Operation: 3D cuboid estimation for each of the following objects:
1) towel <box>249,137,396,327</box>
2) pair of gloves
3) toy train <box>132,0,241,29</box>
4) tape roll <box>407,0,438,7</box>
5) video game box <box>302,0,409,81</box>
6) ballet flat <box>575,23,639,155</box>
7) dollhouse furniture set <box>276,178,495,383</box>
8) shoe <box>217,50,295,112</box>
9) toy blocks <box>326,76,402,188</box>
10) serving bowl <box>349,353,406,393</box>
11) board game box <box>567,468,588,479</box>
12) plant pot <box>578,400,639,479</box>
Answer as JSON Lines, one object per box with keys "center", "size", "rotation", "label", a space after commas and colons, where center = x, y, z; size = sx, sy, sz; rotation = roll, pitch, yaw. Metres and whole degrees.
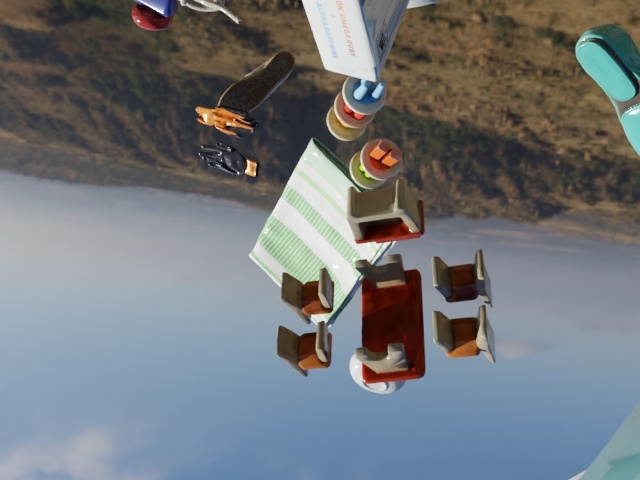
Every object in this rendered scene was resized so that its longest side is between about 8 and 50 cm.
{"center": [0.000, 0.000, 1.494], "size": [0.248, 0.325, 0.038], "rotation": [45, -139, 15], "label": "towel"}
{"center": [-0.101, -0.111, 0.845], "size": [0.074, 0.083, 0.010], "rotation": [15, -141, 15], "label": "pair of gloves"}
{"center": [-0.135, -0.287, 0.806], "size": [0.248, 0.105, 0.143], "rotation": [31, -138, 21], "label": "toy train"}
{"center": [0.134, -0.504, 1.224], "size": [0.246, 0.246, 0.169], "rotation": [6, 137, 21], "label": "tape roll"}
{"center": [0.038, -0.233, 0.464], "size": [0.048, 0.205, 0.187], "rotation": [17, 163, 15], "label": "video game box"}
{"center": [0.469, -0.216, 1.118], "size": [0.247, 0.087, 0.083], "rotation": [51, 154, -11], "label": "ballet flat"}
{"center": [0.094, 0.062, 1.015], "size": [0.262, 0.259, 0.135], "rotation": [-8, 150, 18], "label": "dollhouse furniture set"}
{"center": [-0.149, -0.364, 1.816], "size": [0.219, 0.076, 0.058], "rotation": [-37, -173, -1], "label": "shoe"}
{"center": [0.061, -0.134, 0.910], "size": [0.054, 0.123, 0.148], "rotation": [-25, 175, -14], "label": "toy blocks"}
{"center": [0.078, 0.189, 1.065], "size": [0.083, 0.027, 0.083], "rotation": [13, 141, 11], "label": "serving bowl"}
{"center": [0.446, 0.284, 0.845], "size": [0.053, 0.305, 0.193], "rotation": [46, -164, -34], "label": "board game box"}
{"center": [0.242, 0.087, 0.328], "size": [0.165, 0.234, 0.165], "rotation": [40, 148, 16], "label": "plant pot"}
